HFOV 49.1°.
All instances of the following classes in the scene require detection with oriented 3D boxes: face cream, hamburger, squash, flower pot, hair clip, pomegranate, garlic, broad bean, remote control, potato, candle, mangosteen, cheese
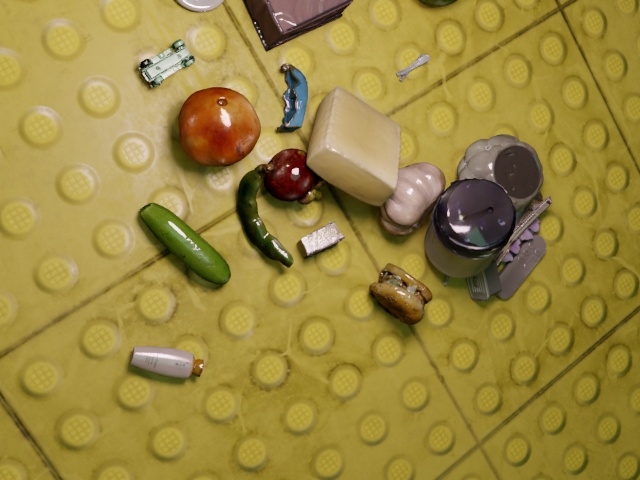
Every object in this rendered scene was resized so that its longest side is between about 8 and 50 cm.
[{"bbox_3d":[-0.390,0.310,1.786,0.182,0.051,0.072,15,80,-20],"label":"face cream"},{"bbox_3d":[0.217,0.149,1.959,0.113,0.177,0.185,-51,133,-7],"label":"hamburger"},{"bbox_3d":[-0.343,0.011,1.793,0.292,0.082,0.082,44,75,-14],"label":"squash"},{"bbox_3d":[0.522,-0.192,2.060,0.246,0.195,0.246,0,90,-20],"label":"flower pot"},{"bbox_3d":[0.613,-0.030,2.157,0.106,0.084,0.292,44,80,-20],"label":"hair clip"},{"bbox_3d":[-0.261,-0.288,1.769,0.209,0.209,0.209,0,89,-21],"label":"pomegranate"},{"bbox_3d":[0.248,-0.125,1.959,0.152,0.228,0.228,40,75,9],"label":"garlic"},{"bbox_3d":[-0.154,-0.064,1.845,0.049,0.144,0.292,-37,124,-51],"label":"broad bean"},{"bbox_3d":[0.620,0.082,2.184,0.077,0.022,0.245,46,74,-12],"label":"remote control"},{"bbox_3d":[-0.002,0.001,1.923,0.122,0.086,0.061,-26,84,-17],"label":"potato"},{"bbox_3d":[0.273,-0.511,2.056,0.115,0.039,0.030,-40,97,-14],"label":"hair clip"},{"bbox_3d":[0.407,-0.022,1.967,0.221,0.342,0.221,1,70,-2],"label":"candle"},{"bbox_3d":[-0.066,-0.153,1.868,0.146,0.156,0.181,-52,121,-38],"label":"mangosteen"},{"bbox_3d":[0.095,-0.251,1.875,0.243,0.124,0.265,26,45,-17],"label":"cheese"}]

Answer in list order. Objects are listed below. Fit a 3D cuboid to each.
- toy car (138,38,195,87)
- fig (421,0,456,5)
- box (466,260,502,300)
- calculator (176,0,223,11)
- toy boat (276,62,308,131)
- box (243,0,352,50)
[{"bbox_3d":[-0.394,-0.453,1.797,0.143,0.054,0.073,-40,104,-21],"label":"toy car"},{"bbox_3d":[0.324,-0.806,2.035,0.203,0.235,0.203,-16,137,-16],"label":"fig"},{"bbox_3d":[0.491,0.115,2.105,0.069,0.084,0.122,-16,96,-27],"label":"box"},{"bbox_3d":[-0.335,-0.751,1.830,0.188,0.042,0.302,-13,94,-19],"label":"calculator"},{"bbox_3d":[-0.083,-0.387,1.899,0.077,0.075,0.185,13,82,-28],"label":"toy boat"},{"bbox_3d":[-0.059,-0.655,1.874,0.252,0.153,0.188,-28,98,-17],"label":"box"}]
